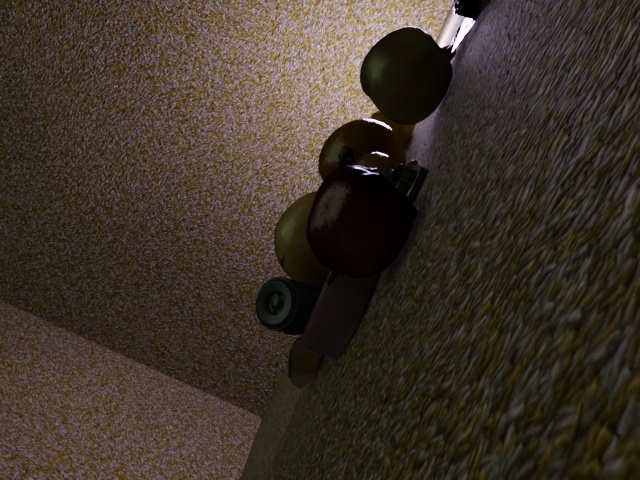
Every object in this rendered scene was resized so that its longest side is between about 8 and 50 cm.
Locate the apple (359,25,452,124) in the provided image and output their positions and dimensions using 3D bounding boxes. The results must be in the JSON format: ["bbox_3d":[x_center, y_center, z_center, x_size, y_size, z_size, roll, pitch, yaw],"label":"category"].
[{"bbox_3d":[0.244,-0.458,1.626,0.262,0.262,0.263,-156,90,-90],"label":"apple"}]

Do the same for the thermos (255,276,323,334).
[{"bbox_3d":[-0.054,0.203,1.634,0.182,0.145,0.286,-39,-31,19],"label":"thermos"}]

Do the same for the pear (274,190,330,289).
[{"bbox_3d":[0.000,0.000,1.778,0.309,0.309,0.310,-156,90,-90],"label":"pear"}]

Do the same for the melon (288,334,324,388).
[{"bbox_3d":[-0.032,0.342,1.708,0.139,0.093,0.203,-58,-20,-51],"label":"melon"}]

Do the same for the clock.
[{"bbox_3d":[0.060,0.119,1.416,0.338,0.102,0.339,24,-90,-89],"label":"clock"}]

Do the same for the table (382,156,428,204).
[{"bbox_3d":[0.149,-0.104,1.308,0.176,0.062,0.146,-67,27,8],"label":"table"}]

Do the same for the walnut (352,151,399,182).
[{"bbox_3d":[0.144,-0.139,1.564,0.165,0.165,0.197,115,179,-68],"label":"walnut"}]

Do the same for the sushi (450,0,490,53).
[{"bbox_3d":[0.443,-0.734,1.601,0.339,0.068,0.320,131,164,-74],"label":"sushi"}]

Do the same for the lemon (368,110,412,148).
[{"bbox_3d":[0.246,-0.392,2.101,0.193,0.180,0.181,118,176,-78],"label":"lemon"}]

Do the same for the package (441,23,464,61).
[{"bbox_3d":[0.398,-0.595,1.835,0.269,0.071,0.194,-47,13,4],"label":"package"}]

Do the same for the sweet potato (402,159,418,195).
[{"bbox_3d":[0.192,-0.119,1.438,0.053,0.053,0.182,-85,19,-61],"label":"sweet potato"}]

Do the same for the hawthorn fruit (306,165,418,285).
[{"bbox_3d":[0.072,-0.024,1.156,0.215,0.215,0.250,-68,-2,-82],"label":"hawthorn fruit"}]

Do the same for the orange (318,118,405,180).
[{"bbox_3d":[0.129,-0.246,1.816,0.274,0.274,0.275,-156,90,-90],"label":"orange"}]
